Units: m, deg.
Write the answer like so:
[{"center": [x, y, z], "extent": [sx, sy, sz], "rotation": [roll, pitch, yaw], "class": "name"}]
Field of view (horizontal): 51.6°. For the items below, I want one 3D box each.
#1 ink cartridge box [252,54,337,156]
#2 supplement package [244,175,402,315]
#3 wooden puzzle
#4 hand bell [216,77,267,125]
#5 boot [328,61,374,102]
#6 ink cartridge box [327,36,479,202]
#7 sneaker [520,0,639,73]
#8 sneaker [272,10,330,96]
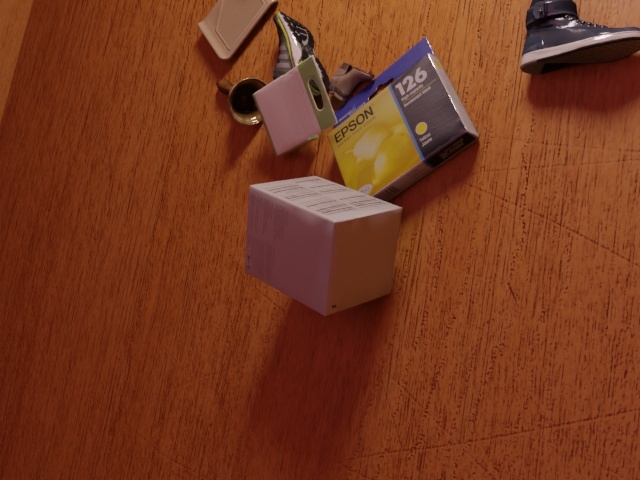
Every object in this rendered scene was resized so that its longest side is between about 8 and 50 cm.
[{"center": [-0.051, -0.321, 1.594], "extent": [0.235, 0.056, 0.171], "rotation": [-20, 91, 44], "class": "ink cartridge box"}, {"center": [0.000, 0.000, 1.389], "extent": [0.262, 0.198, 0.200], "rotation": [24, 117, 42], "class": "supplement package"}, {"center": [-0.242, -0.664, 1.941], "extent": [0.238, 0.044, 0.221], "rotation": [-44, 53, 15], "class": "wooden puzzle"}, {"center": [-0.237, -0.412, 1.835], "extent": [0.126, 0.126, 0.242], "rotation": [-60, 36, 9], "class": "hand bell"}, {"center": [0.071, -0.375, 1.593], "extent": [0.118, 0.042, 0.087], "rotation": [34, 105, 42], "class": "boot"}, {"center": [0.157, -0.261, 1.465], "extent": [0.303, 0.072, 0.307], "rotation": [-36, 59, 28], "class": "ink cartridge box"}, {"center": [0.483, -0.410, 1.225], "extent": [0.226, 0.086, 0.164], "rotation": [1, 80, 41], "class": "sneaker"}, {"center": [-0.079, -0.468, 1.701], "extent": [0.121, 0.111, 0.300], "rotation": [-36, 54, 31], "class": "sneaker"}]
